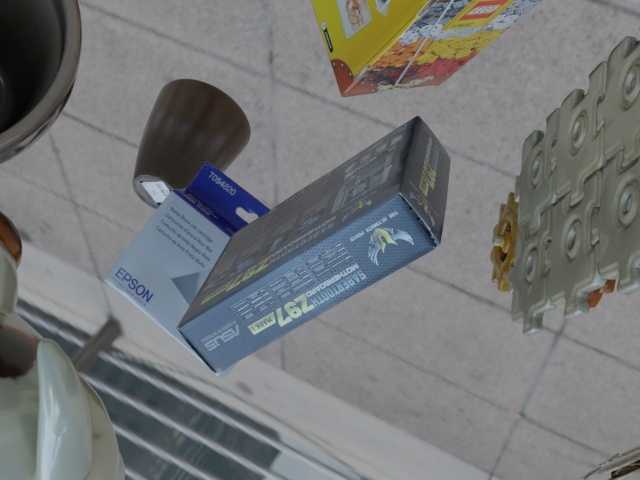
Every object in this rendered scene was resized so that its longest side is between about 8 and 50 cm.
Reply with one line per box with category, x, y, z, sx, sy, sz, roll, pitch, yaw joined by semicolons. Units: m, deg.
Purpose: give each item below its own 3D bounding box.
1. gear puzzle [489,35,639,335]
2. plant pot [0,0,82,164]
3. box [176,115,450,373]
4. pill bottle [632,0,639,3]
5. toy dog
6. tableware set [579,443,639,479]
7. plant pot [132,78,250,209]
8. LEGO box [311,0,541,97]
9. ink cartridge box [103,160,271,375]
gear puzzle;0.188;-0.019;0.660;0.044;0.175;0.339;9;164;-6
plant pot;-0.366;-0.167;0.853;0.263;0.263;0.229;38;162;-7
box;0.000;0.000;0.780;0.233;0.183;0.059;-32;105;23
pill bottle;0.228;-0.248;0.567;0.103;0.184;0.103;22;-167;-5
toy dog;-0.389;0.145;0.915;0.407;0.285;0.395;57;145;23
tableware set;0.465;0.325;1.308;0.128;0.194;0.039;-34;72;28
plant pot;-0.287;-0.178;1.849;0.216;0.230;0.215;16;143;12
LEGO box;0.112;-0.516;1.310;0.372;0.193;0.499;-34;71;62
ink cartridge box;-0.150;0.035;1.242;0.223;0.224;0.045;37;179;12
